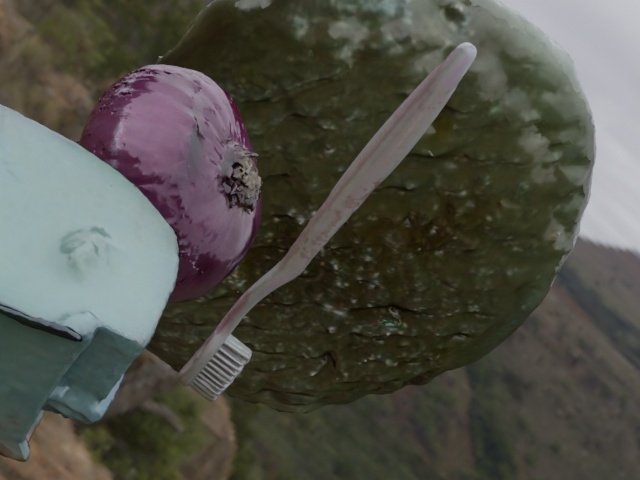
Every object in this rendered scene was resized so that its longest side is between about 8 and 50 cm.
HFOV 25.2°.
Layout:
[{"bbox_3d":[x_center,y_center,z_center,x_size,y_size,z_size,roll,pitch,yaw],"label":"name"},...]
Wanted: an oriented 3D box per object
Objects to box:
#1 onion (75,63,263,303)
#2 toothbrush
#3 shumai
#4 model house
[{"bbox_3d":[-0.078,-0.027,0.674,0.104,0.115,0.115,6,-16,29],"label":"onion"},{"bbox_3d":[0.000,0.000,0.802,0.029,0.307,0.025,38,37,-3],"label":"toothbrush"},{"bbox_3d":[0.015,-0.092,1.073,0.324,0.397,0.323,12,42,-9],"label":"shumai"},{"bbox_3d":[-0.155,0.032,0.593,0.148,0.149,0.119,29,32,-14],"label":"model house"}]
